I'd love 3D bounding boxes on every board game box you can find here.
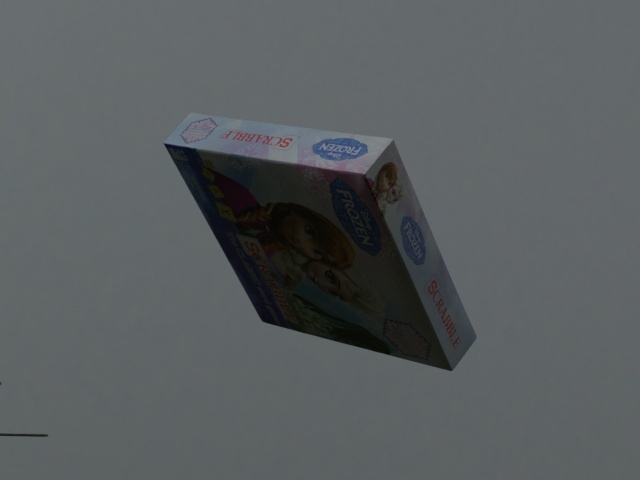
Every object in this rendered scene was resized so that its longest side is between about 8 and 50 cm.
[{"bbox_3d":[0.000,0.000,1.642,0.318,0.066,0.319,11,-40,40],"label":"board game box"}]

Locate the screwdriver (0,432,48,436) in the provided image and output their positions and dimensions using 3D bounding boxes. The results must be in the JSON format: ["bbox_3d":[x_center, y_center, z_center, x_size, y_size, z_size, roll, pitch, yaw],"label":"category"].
[{"bbox_3d":[-0.492,0.297,2.066,0.170,0.024,0.025,12,-55,-41],"label":"screwdriver"}]
